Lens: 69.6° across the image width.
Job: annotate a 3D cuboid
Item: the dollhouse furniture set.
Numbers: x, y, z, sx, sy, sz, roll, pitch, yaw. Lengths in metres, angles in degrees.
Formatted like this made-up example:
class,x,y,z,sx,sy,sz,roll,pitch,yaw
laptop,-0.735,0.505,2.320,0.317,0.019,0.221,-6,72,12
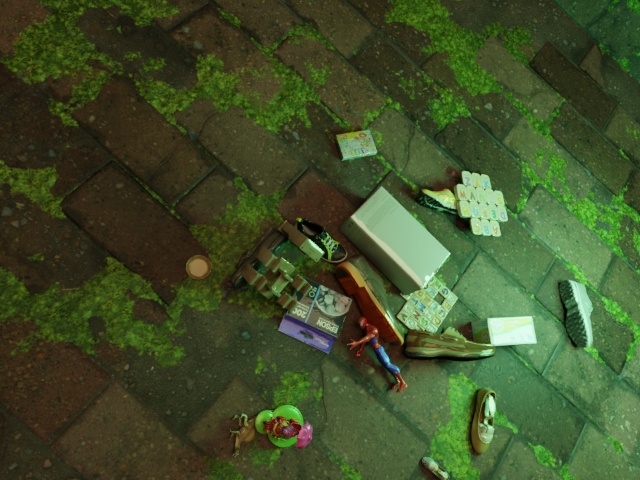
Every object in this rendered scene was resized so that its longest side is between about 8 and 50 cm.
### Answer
class,x,y,z,sx,sy,sz,roll,pitch,yaw
dollhouse furniture set,-0.129,0.077,1.556,0.242,0.161,0.212,-50,128,-2

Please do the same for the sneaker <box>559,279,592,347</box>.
class,x,y,z,sx,sy,sz,roll,pitch,yaw
sneaker,1.091,0.301,1.910,0.115,0.105,0.282,3,73,-16

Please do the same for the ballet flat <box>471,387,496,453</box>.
class,x,y,z,sx,sy,sz,roll,pitch,yaw
ballet flat,0.598,0.655,1.675,0.080,0.073,0.233,14,71,-12

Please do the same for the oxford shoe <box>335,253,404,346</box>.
class,x,y,z,sx,sy,sz,roll,pitch,yaw
oxford shoe,0.207,0.210,1.663,0.132,0.130,0.364,-32,89,-33

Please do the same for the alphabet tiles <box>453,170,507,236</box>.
class,x,y,z,sx,sy,sz,roll,pitch,yaw
alphabet tiles,0.675,-0.156,1.930,0.283,0.021,0.278,4,73,-30

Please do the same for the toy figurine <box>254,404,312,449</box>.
class,x,y,z,sx,sy,sz,roll,pitch,yaw
toy figurine,-0.097,0.583,1.421,0.173,0.159,0.130,23,71,-23

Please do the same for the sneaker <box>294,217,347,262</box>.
class,x,y,z,sx,sy,sz,roll,pitch,yaw
sneaker,0.000,0.000,1.673,0.234,0.097,0.084,33,68,-5

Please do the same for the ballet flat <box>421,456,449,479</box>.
class,x,y,z,sx,sy,sz,roll,pitch,yaw
ballet flat,0.403,0.792,1.595,0.114,0.041,0.041,41,67,-2

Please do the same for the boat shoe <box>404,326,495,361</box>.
class,x,y,z,sx,sy,sz,roll,pitch,yaw
boat shoe,0.465,0.370,1.665,0.323,0.123,0.120,3,69,-1

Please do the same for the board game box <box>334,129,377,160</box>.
class,x,y,z,sx,sy,sz,roll,pitch,yaw
board game box,0.143,-0.388,1.868,0.154,0.026,0.104,-14,79,-20

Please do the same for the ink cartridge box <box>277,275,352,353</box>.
class,x,y,z,sx,sy,sz,roll,pitch,yaw
ink cartridge box,-0.017,0.261,1.622,0.206,0.045,0.208,26,70,-9

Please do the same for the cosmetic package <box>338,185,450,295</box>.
class,x,y,z,sx,sy,sz,roll,pitch,yaw
cosmetic package,0.274,0.004,1.721,0.365,0.155,0.197,46,67,1

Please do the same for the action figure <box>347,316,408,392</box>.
class,x,y,z,sx,sy,sz,roll,pitch,yaw
action figure,0.179,0.410,1.610,0.138,0.091,0.281,-25,86,-15

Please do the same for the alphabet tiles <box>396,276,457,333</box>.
class,x,y,z,sx,sy,sz,roll,pitch,yaw
alphabet tiles,0.399,0.243,1.771,0.198,0.009,0.237,42,67,-2

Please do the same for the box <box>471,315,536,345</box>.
class,x,y,z,sx,sy,sz,roll,pitch,yaw
box,0.704,0.353,1.774,0.202,0.114,0.103,0,74,-15

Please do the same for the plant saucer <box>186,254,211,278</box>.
class,x,y,z,sx,sy,sz,roll,pitch,yaw
plant saucer,-0.415,0.093,1.566,0.083,0.015,0.084,5,72,-15

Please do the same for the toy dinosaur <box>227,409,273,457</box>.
class,x,y,z,sx,sy,sz,roll,pitch,yaw
toy dinosaur,-0.237,0.591,1.465,0.093,0.053,0.183,50,61,-17

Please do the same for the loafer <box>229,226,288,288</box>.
class,x,y,z,sx,sy,sz,roll,pitch,yaw
loafer,-0.226,0.056,1.605,0.084,0.096,0.267,36,59,16

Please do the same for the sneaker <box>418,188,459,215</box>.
class,x,y,z,sx,sy,sz,roll,pitch,yaw
sneaker,0.489,-0.176,1.887,0.208,0.081,0.094,19,69,-23
